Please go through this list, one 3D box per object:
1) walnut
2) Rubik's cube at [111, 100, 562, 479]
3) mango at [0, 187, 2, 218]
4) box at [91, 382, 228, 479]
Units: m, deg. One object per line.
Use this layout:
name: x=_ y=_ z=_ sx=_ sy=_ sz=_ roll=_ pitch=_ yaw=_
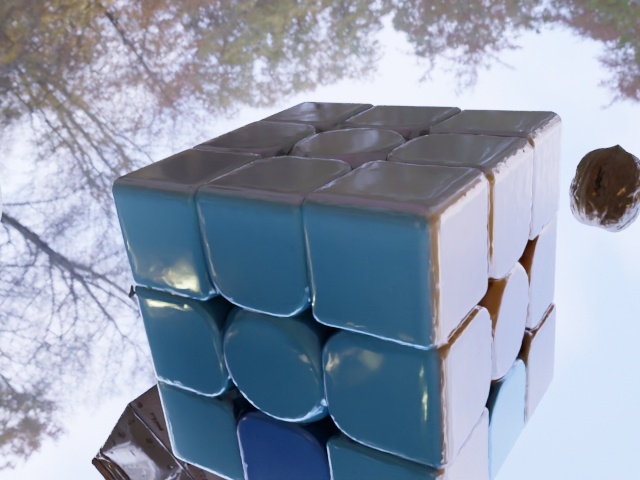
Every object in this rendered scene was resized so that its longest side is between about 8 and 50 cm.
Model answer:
walnut: x=0.611 y=-0.113 z=1.449 sx=0.155 sy=0.155 sz=0.184 roll=16 pitch=-84 yaw=36
Rubik's cube: x=0.037 y=0.047 z=0.625 sx=0.290 sy=0.292 sz=0.291 roll=10 pitch=-154 yaw=32
mango: x=-0.617 y=0.012 z=0.924 sx=0.300 sy=0.232 sz=0.446 roll=1 pitch=-140 yaw=23
box: x=-0.134 y=0.283 z=1.010 sx=0.225 sy=0.190 sz=0.297 roll=45 pitch=-137 yaw=10
